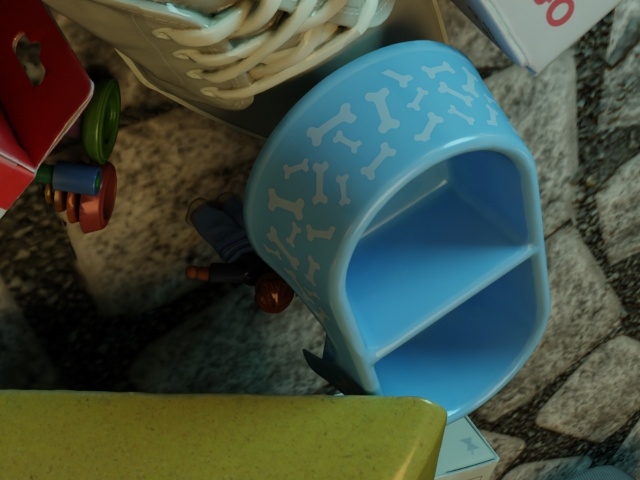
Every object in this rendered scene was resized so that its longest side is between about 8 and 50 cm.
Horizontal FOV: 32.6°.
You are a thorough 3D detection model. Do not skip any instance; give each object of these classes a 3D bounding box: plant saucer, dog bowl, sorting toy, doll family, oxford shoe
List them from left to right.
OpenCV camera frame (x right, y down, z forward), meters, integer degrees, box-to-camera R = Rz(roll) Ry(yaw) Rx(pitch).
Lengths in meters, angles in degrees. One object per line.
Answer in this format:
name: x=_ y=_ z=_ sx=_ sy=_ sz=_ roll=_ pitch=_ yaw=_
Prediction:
sorting toy: x=-0.146 y=-0.049 z=0.648 sx=0.042 sy=0.061 sz=0.102 roll=9 pitch=121 yaw=1
plant saucer: x=-0.088 y=0.218 z=0.766 sx=0.332 sy=0.081 sz=0.333 roll=0 pitch=144 yaw=0
oxford shoe: x=-0.047 y=-0.133 z=0.546 sx=0.169 sy=0.130 sz=0.449 roll=-36 pitch=148 yaw=11
doll family: x=0.000 y=0.000 z=0.742 sx=0.193 sy=0.111 sz=0.076 roll=-23 pitch=138 yaw=-15
dog bowl: x=0.061 y=0.017 z=0.665 sx=0.166 sy=0.074 sz=0.297 roll=-33 pitch=143 yaw=-10

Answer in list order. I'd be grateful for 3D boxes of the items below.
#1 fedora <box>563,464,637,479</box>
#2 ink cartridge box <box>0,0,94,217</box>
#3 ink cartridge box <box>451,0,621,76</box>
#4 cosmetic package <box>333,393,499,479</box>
fedora: x=0.312 y=0.372 z=1.302 sx=0.275 sy=0.124 sz=0.244 roll=-45 pitch=142 yaw=-3
ink cartridge box: x=-0.225 y=-0.034 z=0.535 sx=0.231 sy=0.134 sz=0.078 roll=-48 pitch=138 yaw=12
ink cartridge box: x=0.157 y=-0.276 z=0.576 sx=0.306 sy=0.131 sz=0.226 roll=-40 pitch=138 yaw=7
cosmetic package: x=0.029 y=0.285 z=1.032 sx=0.160 sy=0.113 sz=0.310 roll=-5 pitch=130 yaw=-32
